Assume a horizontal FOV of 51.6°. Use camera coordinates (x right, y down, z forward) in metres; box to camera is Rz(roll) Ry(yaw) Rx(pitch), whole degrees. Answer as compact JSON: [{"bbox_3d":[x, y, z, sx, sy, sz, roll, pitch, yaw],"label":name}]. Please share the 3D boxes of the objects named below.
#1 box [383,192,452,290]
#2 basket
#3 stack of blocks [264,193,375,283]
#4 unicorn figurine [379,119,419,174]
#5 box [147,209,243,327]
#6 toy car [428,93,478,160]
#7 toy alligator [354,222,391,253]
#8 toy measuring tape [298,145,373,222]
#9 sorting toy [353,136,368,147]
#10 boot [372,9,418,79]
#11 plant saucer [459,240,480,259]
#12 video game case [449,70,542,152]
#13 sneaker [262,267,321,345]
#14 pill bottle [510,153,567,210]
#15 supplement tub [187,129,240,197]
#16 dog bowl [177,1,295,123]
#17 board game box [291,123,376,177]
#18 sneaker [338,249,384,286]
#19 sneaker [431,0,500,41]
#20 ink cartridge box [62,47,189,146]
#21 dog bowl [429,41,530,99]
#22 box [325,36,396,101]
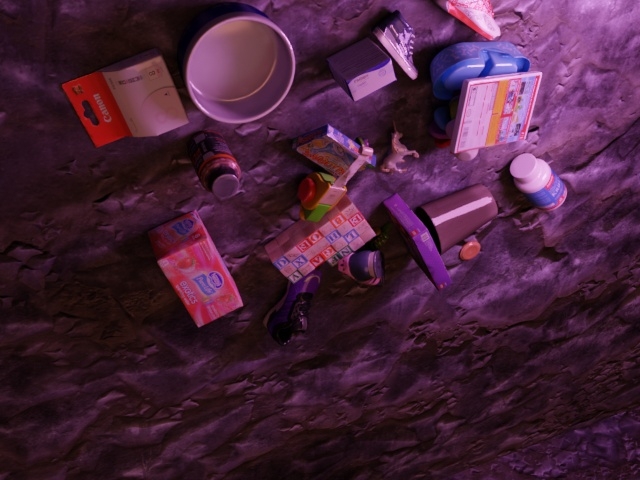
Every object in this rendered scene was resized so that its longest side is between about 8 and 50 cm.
[{"bbox_3d":[0.311,0.008,2.112,0.057,0.201,0.293,-33,134,1],"label":"box"},{"bbox_3d":[0.444,-0.078,2.149,0.227,0.154,0.204,-27,135,-9],"label":"basket"},{"bbox_3d":[0.000,0.000,2.024,0.297,0.087,0.171,-36,135,5],"label":"stack of blocks"},{"bbox_3d":[0.230,-0.257,1.946,0.111,0.060,0.162,10,121,-34],"label":"unicorn figurine"},{"bbox_3d":[-0.349,0.083,1.877,0.154,0.142,0.300,-25,134,-7],"label":"box"},{"bbox_3d":[0.388,-0.326,1.932,0.136,0.159,0.182,-4,141,25],"label":"toy car"},{"bbox_3d":[0.161,0.016,2.145,0.189,0.051,0.056,-38,134,7],"label":"toy alligator"},{"bbox_3d":[0.028,-0.176,1.851,0.121,0.121,0.330,10,137,-33],"label":"toy measuring tape"},{"bbox_3d":[0.123,-0.264,1.887,0.042,0.061,0.102,-20,156,-12],"label":"sorting toy"},{"bbox_3d":[0.221,-0.507,1.725,0.086,0.069,0.190,-40,132,13],"label":"boot"},{"bbox_3d":[0.540,0.038,2.385,0.083,0.013,0.083,-15,132,-17],"label":"plant saucer"},{"bbox_3d":[0.488,-0.358,1.837,0.285,0.025,0.204,-14,126,-30],"label":"video game case"},{"bbox_3d":[-0.068,0.223,2.135,0.102,0.146,0.293,16,119,-36],"label":"sneaker"},{"bbox_3d":[0.721,-0.196,2.203,0.124,0.124,0.221,-46,133,14],"label":"pill bottle"},{"bbox_3d":[-0.263,-0.188,1.656,0.106,0.198,0.106,-14,131,-17],"label":"supplement tub"},{"bbox_3d":[-0.200,-0.416,1.562,0.264,0.104,0.265,-14,132,-16],"label":"dog bowl"},{"bbox_3d":[0.038,-0.242,1.826,0.136,0.035,0.201,-15,149,43],"label":"board game box"},{"bbox_3d":[0.138,0.087,2.122,0.131,0.112,0.319,-2,167,11],"label":"sneaker"},{"bbox_3d":[0.408,-0.628,1.706,0.270,0.090,0.145,18,119,-34],"label":"sneaker"},{"bbox_3d":[-0.450,-0.321,1.551,0.232,0.066,0.189,-27,135,-11],"label":"ink cartridge box"},{"bbox_3d":[0.432,-0.473,1.825,0.297,0.074,0.166,-8,155,-22],"label":"dog bowl"},{"bbox_3d":[0.102,-0.434,1.678,0.126,0.137,0.072,-29,135,-3],"label":"box"}]
